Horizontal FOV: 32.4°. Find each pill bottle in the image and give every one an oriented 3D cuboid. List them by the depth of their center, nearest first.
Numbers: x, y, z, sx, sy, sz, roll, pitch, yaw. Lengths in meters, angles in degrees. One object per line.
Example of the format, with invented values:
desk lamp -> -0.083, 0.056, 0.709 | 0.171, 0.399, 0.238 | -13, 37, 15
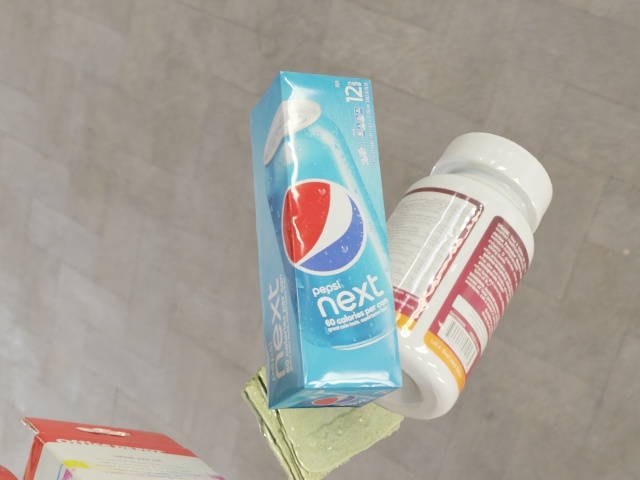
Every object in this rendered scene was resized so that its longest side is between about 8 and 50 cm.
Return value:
pill bottle -> 0.099, 0.024, 0.894 | 0.121, 0.221, 0.121 | 26, 151, 16

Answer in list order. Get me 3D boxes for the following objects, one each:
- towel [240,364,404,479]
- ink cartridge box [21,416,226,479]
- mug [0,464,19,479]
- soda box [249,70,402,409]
towel -> 0.005, 0.138, 0.940 | 0.027, 0.148, 0.110 | -25, 90, 47
ink cartridge box -> -0.136, 0.204, 0.806 | 0.231, 0.134, 0.078 | 18, 93, 58
mug -> -0.358, 0.342, 1.223 | 0.169, 0.113, 0.150 | 13, 127, 32
soda box -> 0.000, 0.000, 0.717 | 0.071, 0.067, 0.210 | 138, 130, -62
